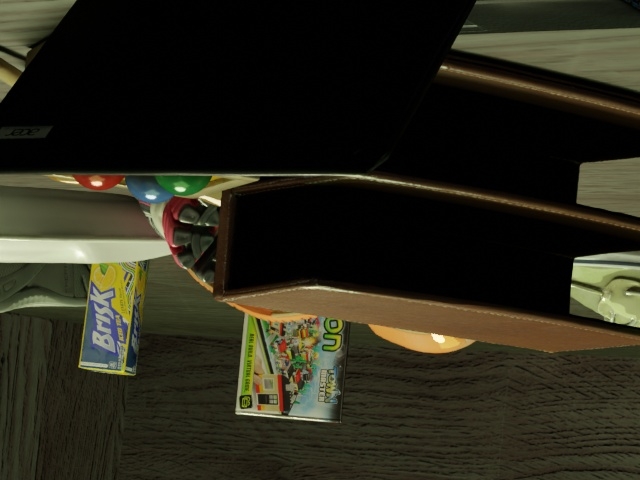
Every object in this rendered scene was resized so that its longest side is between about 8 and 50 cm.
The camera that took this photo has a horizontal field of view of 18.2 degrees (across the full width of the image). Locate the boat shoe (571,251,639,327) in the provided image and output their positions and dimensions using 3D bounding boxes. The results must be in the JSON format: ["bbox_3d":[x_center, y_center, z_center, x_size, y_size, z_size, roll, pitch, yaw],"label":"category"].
[{"bbox_3d":[0.314,0.045,1.945,0.302,0.094,0.109,6,174,-1],"label":"boat shoe"}]

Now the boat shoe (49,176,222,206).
[{"bbox_3d":[-0.100,-0.074,1.432,0.207,0.073,0.073,9,-149,-3],"label":"boat shoe"}]

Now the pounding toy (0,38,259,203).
[{"bbox_3d":[-0.156,-0.076,1.297,0.181,0.094,0.206,8,173,-22],"label":"pounding toy"}]

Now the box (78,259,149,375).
[{"bbox_3d":[-0.240,0.071,2.338,0.059,0.169,0.054,5,173,10],"label":"box"}]

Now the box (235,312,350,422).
[{"bbox_3d":[-0.024,0.085,2.106,0.114,0.207,0.036,5,174,2],"label":"box"}]

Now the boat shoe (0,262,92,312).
[{"bbox_3d":[-0.394,0.032,2.391,0.103,0.118,0.320,-6,174,43],"label":"boat shoe"}]

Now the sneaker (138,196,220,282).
[{"bbox_3d":[-0.004,-0.029,1.600,0.299,0.121,0.112,9,-158,-35],"label":"sneaker"}]

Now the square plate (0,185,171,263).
[{"bbox_3d":[-0.309,-0.014,1.698,0.347,0.049,0.344,4,176,-21],"label":"square plate"}]

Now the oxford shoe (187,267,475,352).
[{"bbox_3d":[0.000,0.000,1.898,0.364,0.130,0.133,9,144,36],"label":"oxford shoe"}]

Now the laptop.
[{"bbox_3d":[0.004,-0.075,0.972,0.234,0.136,0.264,2,173,33],"label":"laptop"}]

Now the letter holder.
[{"bbox_3d":[0.116,-0.019,1.322,0.302,0.152,0.214,10,170,-33],"label":"letter holder"}]
